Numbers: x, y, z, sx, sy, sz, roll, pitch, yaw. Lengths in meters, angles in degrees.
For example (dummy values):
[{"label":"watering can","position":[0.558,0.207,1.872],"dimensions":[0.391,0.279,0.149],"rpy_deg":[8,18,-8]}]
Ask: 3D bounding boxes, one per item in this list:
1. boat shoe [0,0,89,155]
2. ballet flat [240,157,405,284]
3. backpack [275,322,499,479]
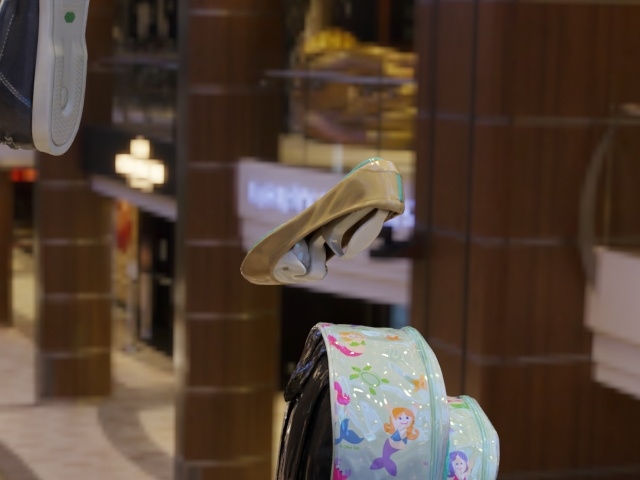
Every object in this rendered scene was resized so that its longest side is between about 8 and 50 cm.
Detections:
[{"label":"boat shoe","position":[-0.199,-0.178,1.079],"dimensions":[0.079,0.233,0.084],"rpy_deg":[8,2,16]},{"label":"ballet flat","position":[0.000,0.000,1.690],"dimensions":[0.080,0.073,0.232],"rpy_deg":[14,-43,-42]},{"label":"backpack","position":[0.046,0.197,1.335],"dimensions":[0.191,0.253,0.225],"rpy_deg":[-1,11,-6]}]
